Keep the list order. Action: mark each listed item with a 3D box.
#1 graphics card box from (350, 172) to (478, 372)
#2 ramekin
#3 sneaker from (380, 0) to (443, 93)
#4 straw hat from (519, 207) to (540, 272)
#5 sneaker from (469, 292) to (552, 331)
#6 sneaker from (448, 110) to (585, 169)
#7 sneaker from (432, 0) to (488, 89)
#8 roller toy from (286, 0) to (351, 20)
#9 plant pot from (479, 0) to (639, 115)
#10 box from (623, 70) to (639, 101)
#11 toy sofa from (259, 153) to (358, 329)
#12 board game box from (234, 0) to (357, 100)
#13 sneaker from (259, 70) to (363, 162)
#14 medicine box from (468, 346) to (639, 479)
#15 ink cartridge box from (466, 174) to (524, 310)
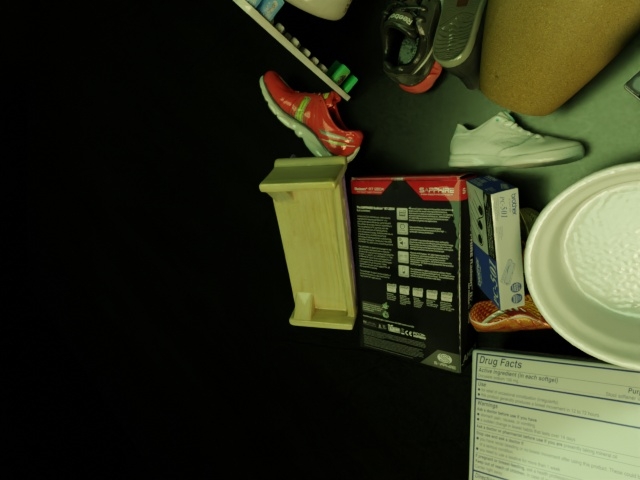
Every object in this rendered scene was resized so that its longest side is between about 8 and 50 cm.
[{"bbox_3d":[0.185,0.054,0.867,0.233,0.094,0.370,5,104,38],"label":"graphics card box"},{"bbox_3d":[0.449,0.026,0.609,0.277,0.135,0.277,11,108,37],"label":"ramekin"},{"bbox_3d":[0.170,-0.390,0.726,0.098,0.135,0.276,29,118,32],"label":"sneaker"},{"bbox_3d":[0.343,-0.021,0.733,0.061,0.144,0.144,-14,94,0],"label":"straw hat"},{"bbox_3d":[0.356,0.131,0.773,0.175,0.067,0.064,-4,59,25],"label":"sneaker"},{"bbox_3d":[0.313,-0.166,0.716,0.212,0.080,0.094,7,95,39],"label":"sneaker"},{"bbox_3d":[0.252,-0.365,0.698,0.083,0.118,0.222,25,97,37],"label":"sneaker"},{"bbox_3d":[-0.017,-0.506,0.806,0.209,0.191,0.146,58,132,34],"label":"roller toy"},{"bbox_3d":[0.323,-0.311,0.587,0.237,0.237,0.254,40,140,24],"label":"plant pot"},{"bbox_3d":[0.463,-0.166,0.499,0.153,0.207,0.108,52,128,16],"label":"box"},{"bbox_3d":[0.000,0.000,0.935,0.150,0.177,0.362,1,120,17],"label":"toy sofa"},{"bbox_3d":[-0.127,-0.451,0.799,0.050,0.390,0.390,-47,71,16],"label":"board game box"},{"bbox_3d":[-0.013,-0.283,0.945,0.279,0.107,0.118,46,116,10],"label":"sneaker"},{"bbox_3d":[0.386,0.327,0.678,0.264,0.149,0.289,-4,75,40],"label":"medicine box"},{"bbox_3d":[0.293,0.002,0.731,0.046,0.097,0.207,-14,112,0],"label":"ink cartridge box"}]
